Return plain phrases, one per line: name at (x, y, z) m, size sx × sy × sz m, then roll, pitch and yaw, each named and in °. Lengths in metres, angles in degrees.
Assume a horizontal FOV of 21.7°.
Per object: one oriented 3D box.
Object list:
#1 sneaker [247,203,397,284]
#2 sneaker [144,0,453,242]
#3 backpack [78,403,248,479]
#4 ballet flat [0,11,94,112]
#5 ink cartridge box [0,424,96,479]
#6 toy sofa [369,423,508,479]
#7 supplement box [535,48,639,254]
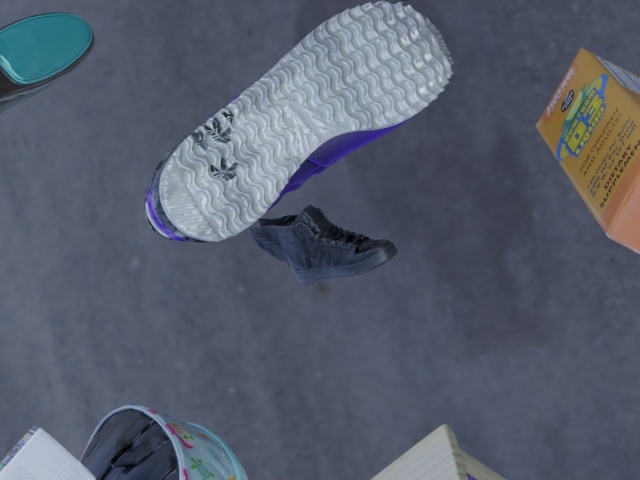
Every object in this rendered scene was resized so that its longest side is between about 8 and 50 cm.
sneaker at (0.001, -0.001, 1.898) m, size 0.170 × 0.051 × 0.089 m, roll -14°, pitch 105°, yaw 38°
sneaker at (-0.030, -0.093, 1.356) m, size 0.102 × 0.293 × 0.146 m, roll 57°, pitch 157°, yaw -3°
backpack at (-0.179, 0.307, 1.725) m, size 0.225 × 0.191 × 0.253 m, roll 32°, pitch 100°, yaw 54°
ballet flat at (-0.310, -0.151, 1.573) m, size 0.072 × 0.213 × 0.068 m, roll 55°, pitch 152°, yaw 3°
ink cartridge box at (-0.237, 0.207, 1.299) m, size 0.063 × 0.115 × 0.029 m, roll 46°, pitch 164°, yaw -15°
toy sofa at (0.205, 0.361, 1.719) m, size 0.150 × 0.362 × 0.177 m, roll -41°, pitch 33°, yaw 23°
supplement box at (0.217, -0.058, 1.151) m, size 0.078 × 0.080 × 0.233 m, roll -61°, pitch 13°, yaw 16°
